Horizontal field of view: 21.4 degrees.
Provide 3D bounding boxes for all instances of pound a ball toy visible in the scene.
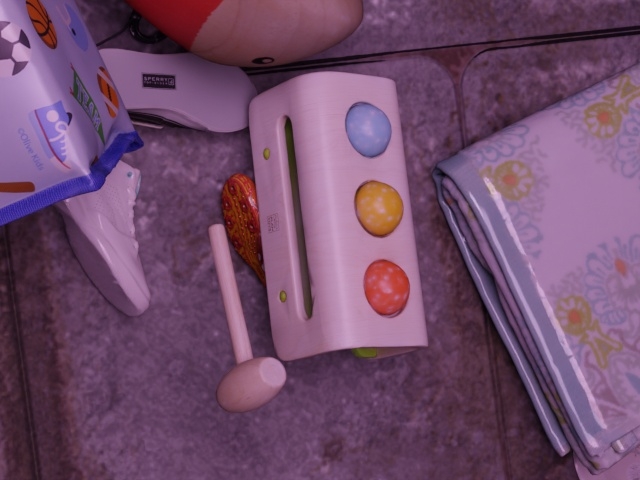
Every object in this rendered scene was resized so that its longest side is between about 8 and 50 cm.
[{"bbox_3d":[0.000,0.000,1.645,0.208,0.136,0.319,3,76,-40],"label":"pound a ball toy"}]

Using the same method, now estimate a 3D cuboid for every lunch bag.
[{"bbox_3d":[-0.405,-0.139,1.524,0.385,0.239,0.328,-24,99,13],"label":"lunch bag"}]

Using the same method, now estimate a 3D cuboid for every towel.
[{"bbox_3d":[0.330,0.022,1.830,0.320,0.090,0.374,-26,94,-19],"label":"towel"}]

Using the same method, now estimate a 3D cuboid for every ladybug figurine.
[{"bbox_3d":[-0.154,-0.329,1.602,0.162,0.305,0.449,-43,90,18],"label":"ladybug figurine"}]

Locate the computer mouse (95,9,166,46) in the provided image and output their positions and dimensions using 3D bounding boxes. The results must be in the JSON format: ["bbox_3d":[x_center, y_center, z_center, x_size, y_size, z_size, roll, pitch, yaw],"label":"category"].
[{"bbox_3d":[-0.227,-0.197,1.694,0.242,0.041,0.071,-35,108,-22],"label":"computer mouse"}]

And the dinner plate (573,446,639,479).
[{"bbox_3d":[0.345,0.229,1.872,0.141,0.017,0.141,0,91,-17],"label":"dinner plate"}]

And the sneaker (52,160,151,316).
[{"bbox_3d":[-0.209,-0.031,1.677,0.094,0.080,0.212,-32,97,-27],"label":"sneaker"}]

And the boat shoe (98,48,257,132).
[{"bbox_3d":[-0.161,-0.151,1.686,0.219,0.070,0.078,8,82,-40],"label":"boat shoe"}]

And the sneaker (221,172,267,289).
[{"bbox_3d":[-0.043,0.004,1.740,0.067,0.064,0.175,-40,106,-34],"label":"sneaker"}]
